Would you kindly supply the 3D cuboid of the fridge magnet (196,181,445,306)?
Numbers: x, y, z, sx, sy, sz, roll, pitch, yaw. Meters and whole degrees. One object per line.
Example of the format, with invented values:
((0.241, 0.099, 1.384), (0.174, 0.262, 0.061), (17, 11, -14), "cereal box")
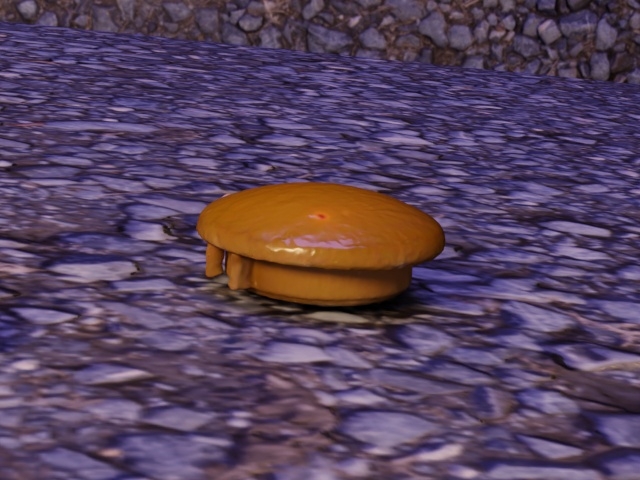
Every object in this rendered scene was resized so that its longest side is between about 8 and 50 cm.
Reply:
((0.000, 0.000, 0.824), (0.143, 0.063, 0.143), (5, 12, -1), "fridge magnet")
